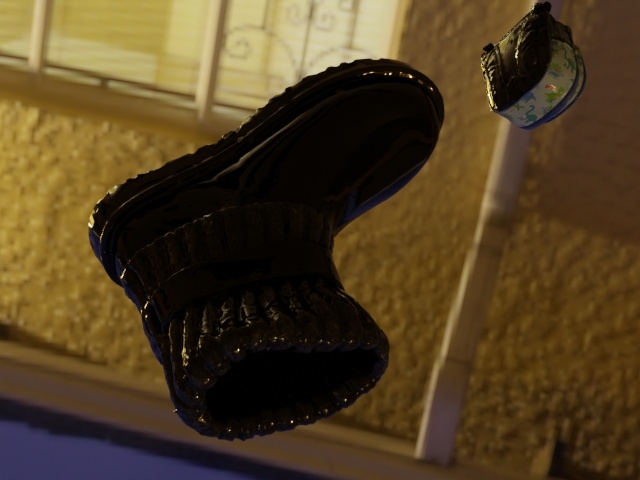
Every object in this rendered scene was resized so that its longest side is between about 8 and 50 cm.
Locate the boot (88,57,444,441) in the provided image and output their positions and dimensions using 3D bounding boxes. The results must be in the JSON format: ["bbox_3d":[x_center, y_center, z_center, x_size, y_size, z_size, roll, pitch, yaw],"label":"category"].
[{"bbox_3d":[0.000,0.004,1.191,0.348,0.131,0.260,-31,-140,-11],"label":"boot"}]

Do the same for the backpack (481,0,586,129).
[{"bbox_3d":[0.232,-0.175,1.565,0.084,0.105,0.114,31,-142,-26],"label":"backpack"}]
